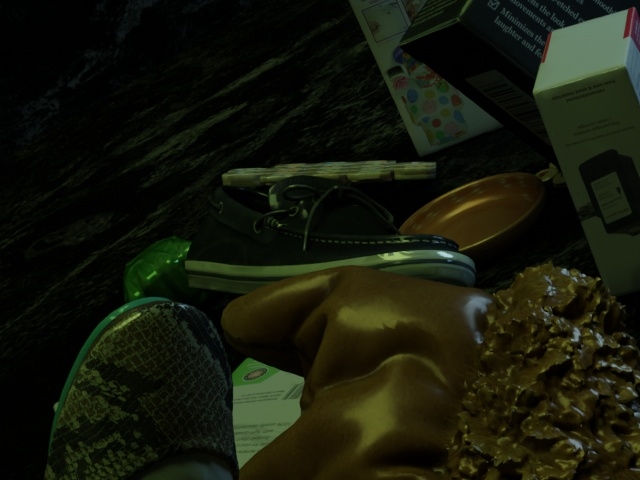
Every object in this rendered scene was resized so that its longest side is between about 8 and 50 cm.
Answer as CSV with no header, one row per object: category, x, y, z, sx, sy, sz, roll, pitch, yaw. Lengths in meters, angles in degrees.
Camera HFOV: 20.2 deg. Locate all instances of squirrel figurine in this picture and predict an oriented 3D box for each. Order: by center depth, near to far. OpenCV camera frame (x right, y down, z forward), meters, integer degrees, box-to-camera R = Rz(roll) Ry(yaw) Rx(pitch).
squirrel figurine,0.099,0.203,1.451,0.397,0.281,0.370,-20,27,23

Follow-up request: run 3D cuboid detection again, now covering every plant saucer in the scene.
plant saucer,0.187,-0.018,2.208,0.200,0.037,0.200,-22,21,9

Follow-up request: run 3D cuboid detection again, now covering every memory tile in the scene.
memory tile,0.345,-0.108,2.279,0.148,0.012,0.113,-38,24,-31

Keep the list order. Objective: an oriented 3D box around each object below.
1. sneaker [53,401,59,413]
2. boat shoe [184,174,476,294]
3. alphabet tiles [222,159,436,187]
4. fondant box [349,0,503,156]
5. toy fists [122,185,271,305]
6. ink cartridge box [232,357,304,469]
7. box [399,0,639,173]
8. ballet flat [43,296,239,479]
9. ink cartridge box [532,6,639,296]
sneaker,-0.187,0.221,1.979,0.147,0.104,0.296,-31,27,-19
boat shoe,0.000,0.000,2.143,0.187,0.156,0.500,11,-4,-33
alphabet tiles,0.014,-0.088,2.421,0.284,0.021,0.278,-2,6,3
fondant box,0.186,-0.312,2.506,0.238,0.330,0.096,-21,19,13
toy fists,-0.141,0.016,2.435,0.279,0.096,0.142,-30,9,-7
ink cartridge box,-0.050,0.226,1.772,0.198,0.115,0.273,-9,26,39
box,0.337,-0.310,2.118,0.395,0.293,0.212,-55,12,-11
ballet flat,-0.153,0.268,1.442,0.164,0.483,0.182,-5,46,-33
ink cartridge box,0.305,-0.089,1.820,0.100,0.237,0.172,-15,22,20
